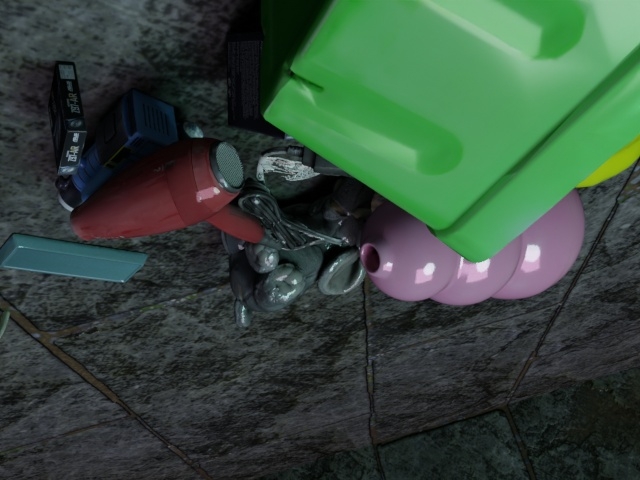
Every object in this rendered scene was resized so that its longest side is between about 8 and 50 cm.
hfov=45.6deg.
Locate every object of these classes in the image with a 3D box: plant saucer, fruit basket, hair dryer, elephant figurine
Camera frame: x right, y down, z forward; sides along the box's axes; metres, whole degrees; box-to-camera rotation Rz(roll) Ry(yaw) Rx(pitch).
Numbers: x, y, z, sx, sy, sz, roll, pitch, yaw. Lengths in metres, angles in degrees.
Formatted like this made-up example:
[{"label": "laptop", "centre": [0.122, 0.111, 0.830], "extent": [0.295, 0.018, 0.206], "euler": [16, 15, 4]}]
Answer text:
[{"label": "plant saucer", "centre": [-0.326, 0.028, 1.010], "extent": [0.192, 0.018, 0.067], "euler": [13, 141, -43]}, {"label": "fruit basket", "centre": [0.147, -0.172, 0.518], "extent": [0.391, 0.392, 0.283], "euler": [1, 148, -31]}, {"label": "hair dryer", "centre": [-0.106, -0.023, 0.781], "extent": [0.293, 0.080, 0.224], "euler": [2, 149, -10]}, {"label": "elephant figurine", "centre": [0.000, 0.000, 1.018], "extent": [0.239, 0.170, 0.186], "euler": [-21, -173, -29]}]

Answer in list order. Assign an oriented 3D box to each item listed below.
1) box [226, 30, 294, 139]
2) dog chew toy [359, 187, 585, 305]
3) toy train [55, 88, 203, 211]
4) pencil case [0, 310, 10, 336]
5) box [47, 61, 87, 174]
[{"label": "box", "centre": [0.009, -0.144, 0.708], "extent": [0.155, 0.093, 0.158], "euler": [-4, -167, -24]}, {"label": "dog chew toy", "centre": [0.190, -0.009, 0.994], "extent": [0.331, 0.207, 0.207], "euler": [-12, 155, -35]}, {"label": "toy train", "centre": [-0.208, -0.077, 0.820], "extent": [0.184, 0.080, 0.105], "euler": [-35, 140, 31]}, {"label": "pencil case", "centre": [-0.586, 0.120, 0.874], "extent": [0.410, 0.160, 0.184], "euler": [-19, 145, 3]}, {"label": "box", "centre": [-0.239, -0.115, 0.718], "extent": [0.018, 0.083, 0.067], "euler": [-2, 151, -28]}]
